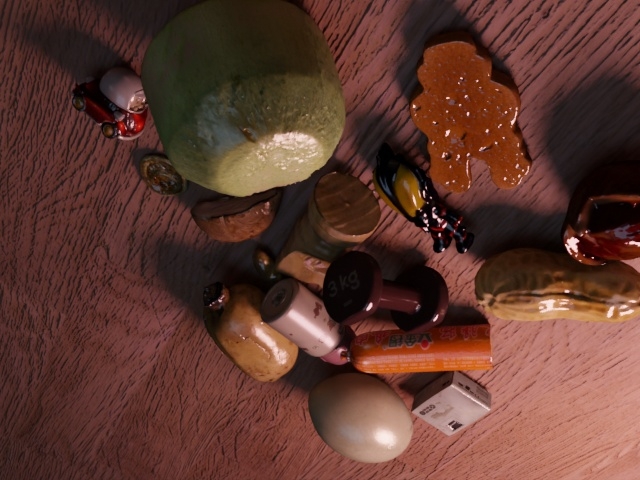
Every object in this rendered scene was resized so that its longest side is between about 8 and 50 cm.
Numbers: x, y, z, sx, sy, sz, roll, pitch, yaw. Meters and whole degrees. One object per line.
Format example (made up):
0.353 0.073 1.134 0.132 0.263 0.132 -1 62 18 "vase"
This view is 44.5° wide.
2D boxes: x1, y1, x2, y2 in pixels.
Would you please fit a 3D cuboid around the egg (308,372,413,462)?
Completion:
0.090 0.396 1.755 0.253 0.186 0.186 25 133 -8 "egg"

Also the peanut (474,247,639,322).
0.428 0.085 1.393 0.306 0.147 0.147 4 130 15 "peanut"

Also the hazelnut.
0.487 -0.035 1.260 0.170 0.160 0.201 19 128 1 "hazelnut"

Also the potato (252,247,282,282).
-0.114 0.056 1.630 0.046 0.045 0.092 -31 121 7 "potato"

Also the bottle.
-0.013 0.181 1.651 0.110 0.110 0.233 -24 131 34 "bottle"

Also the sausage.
0.194 0.223 1.600 0.312 0.093 0.093 -4 128 11 "sausage"

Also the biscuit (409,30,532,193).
0.241 -0.204 1.279 0.186 0.044 0.295 -4 129 19 "biscuit"

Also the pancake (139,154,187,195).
-0.313 -0.129 1.558 0.108 0.017 0.108 12 136 11 "pancake"

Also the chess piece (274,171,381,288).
0.000 0.000 1.505 0.137 0.137 0.301 29 146 -6 "chess piece"

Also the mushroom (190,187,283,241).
-0.160 -0.045 1.541 0.210 0.072 0.094 -7 135 24 "mushroom"

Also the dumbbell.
0.124 0.101 1.467 0.225 0.124 0.140 14 146 -40 "dumbbell"

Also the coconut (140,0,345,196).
-0.123 -0.237 1.230 0.329 0.328 0.281 -8 157 25 "coconut"

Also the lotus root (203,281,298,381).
-0.157 0.191 1.698 0.160 0.146 0.284 -29 124 15 "lotus root"

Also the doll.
0.174 -0.070 1.390 0.127 0.088 0.248 -20 124 33 "doll"

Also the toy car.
-0.369 -0.261 1.414 0.139 0.112 0.112 37 117 -1 "toy car"

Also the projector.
0.291 0.358 1.737 0.115 0.061 0.147 35 132 -10 "projector"
